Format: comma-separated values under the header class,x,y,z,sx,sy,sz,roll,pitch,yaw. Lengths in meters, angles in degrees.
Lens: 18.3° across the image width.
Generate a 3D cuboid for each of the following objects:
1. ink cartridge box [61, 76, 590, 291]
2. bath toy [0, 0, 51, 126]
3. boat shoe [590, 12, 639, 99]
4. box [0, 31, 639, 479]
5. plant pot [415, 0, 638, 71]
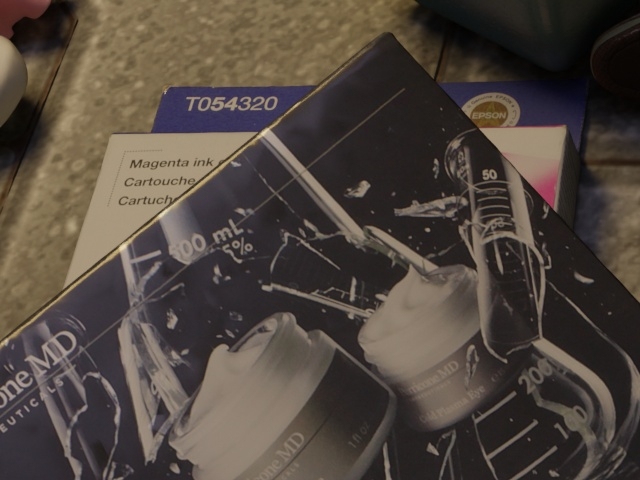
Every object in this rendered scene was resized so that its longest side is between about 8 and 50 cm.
class,x,y,z,sx,sy,sz,roll,pitch,yaw
ink cartridge box,0.000,0.000,1.306,0.324,0.071,0.330,-1,54,16
bath toy,-0.278,-0.222,1.525,0.151,0.129,0.348,-30,39,38
boat shoe,0.271,-0.146,1.354,0.190,0.068,0.072,-11,37,-5
box,0.003,0.129,1.042,0.343,0.179,0.312,-40,80,-14
plant pot,0.140,-0.266,1.356,0.248,0.252,0.247,32,67,34
